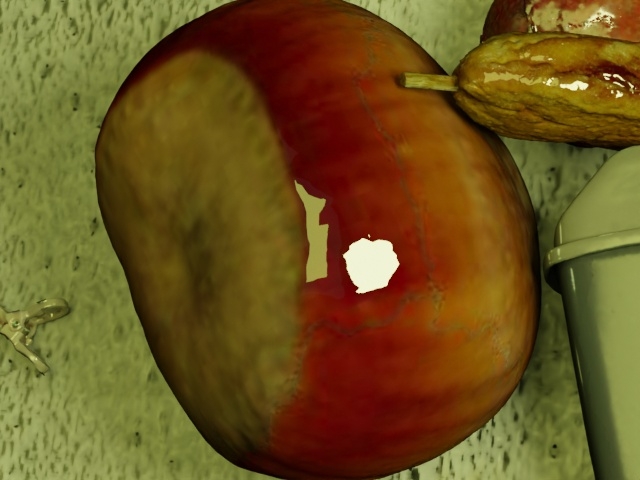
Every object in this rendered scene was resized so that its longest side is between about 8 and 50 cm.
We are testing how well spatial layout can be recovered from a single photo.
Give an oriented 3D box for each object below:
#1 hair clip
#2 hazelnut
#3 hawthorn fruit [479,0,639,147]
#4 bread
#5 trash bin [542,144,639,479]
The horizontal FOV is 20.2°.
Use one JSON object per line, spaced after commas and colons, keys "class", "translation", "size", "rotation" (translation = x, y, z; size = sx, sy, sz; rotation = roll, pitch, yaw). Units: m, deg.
{"class": "hair clip", "translation": [-0.338, 0.055, 1.712], "size": [0.226, 0.034, 0.072], "rotation": [21, 78, 24]}
{"class": "hazelnut", "translation": [0.000, 0.000, 1.471], "size": [0.359, 0.359, 0.409], "rotation": [-23, 64, 10]}
{"class": "hawthorn fruit", "translation": [0.251, -0.190, 1.531], "size": [0.235, 0.181, 0.181], "rotation": [-39, 65, -14]}
{"class": "bread", "translation": [0.225, -0.116, 1.381], "size": [0.344, 0.124, 0.084], "rotation": [5, 73, -17]}
{"class": "trash bin", "translation": [0.278, 0.083, 1.414], "size": [0.182, 0.209, 0.290], "rotation": [-10, 77, 13]}
